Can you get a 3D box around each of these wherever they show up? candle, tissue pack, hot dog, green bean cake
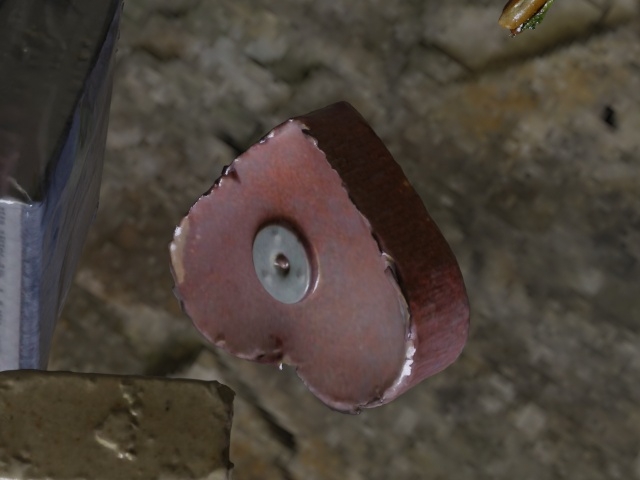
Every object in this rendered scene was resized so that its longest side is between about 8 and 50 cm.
[{"bbox_3d":[0.000,0.000,1.789,0.131,0.317,0.287,-27,123,-45],"label":"candle"},{"bbox_3d":[-0.285,-0.041,1.723,0.394,0.124,0.288,107,-3,-54],"label":"tissue pack"},{"bbox_3d":[0.230,-0.257,1.850,0.133,0.041,0.056,-50,-174,35],"label":"hot dog"},{"bbox_3d":[-0.150,0.142,1.294,0.109,0.179,0.085,102,-9,-76],"label":"green bean cake"}]
